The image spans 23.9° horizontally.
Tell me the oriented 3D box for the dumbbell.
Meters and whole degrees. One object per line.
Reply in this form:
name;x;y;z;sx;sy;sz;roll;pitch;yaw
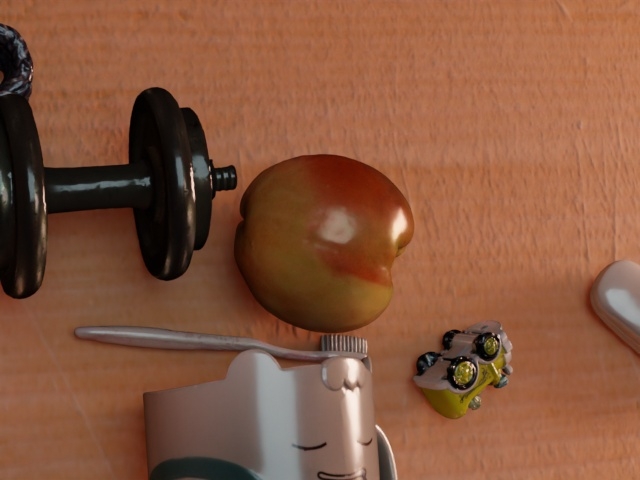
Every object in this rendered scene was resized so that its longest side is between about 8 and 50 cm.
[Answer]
dumbbell;-0.219;-0.047;1.432;0.290;0.192;0.192;-5;79;-20

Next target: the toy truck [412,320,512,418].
toy truck;0.158;0.136;1.582;0.111;0.076;0.077;-38;109;-24

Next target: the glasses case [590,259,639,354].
glasses case;0.381;0.099;1.671;0.193;0.049;0.074;40;69;-7

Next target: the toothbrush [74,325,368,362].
toothbrush;-0.096;0.100;1.527;0.307;0.025;0.029;6;68;-17

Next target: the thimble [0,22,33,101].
thimble;-0.337;-0.165;1.486;0.104;0.066;0.095;0;80;-18

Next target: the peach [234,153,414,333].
peach;0.000;0.000;1.506;0.184;0.184;0.184;4;77;-17

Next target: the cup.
cup;-0.029;0.244;1.431;0.289;0.219;0.258;9;73;-49
